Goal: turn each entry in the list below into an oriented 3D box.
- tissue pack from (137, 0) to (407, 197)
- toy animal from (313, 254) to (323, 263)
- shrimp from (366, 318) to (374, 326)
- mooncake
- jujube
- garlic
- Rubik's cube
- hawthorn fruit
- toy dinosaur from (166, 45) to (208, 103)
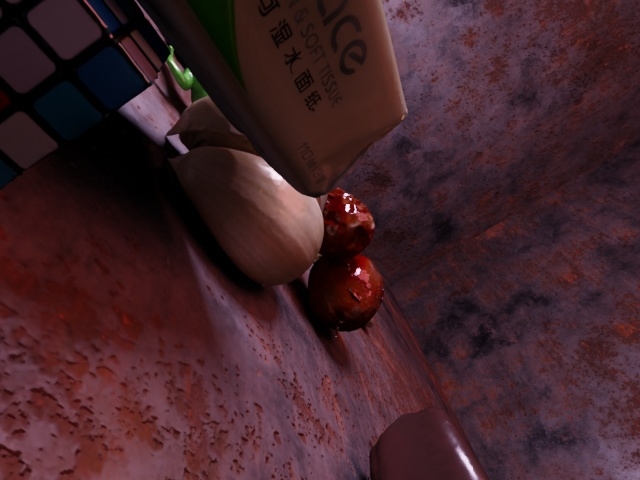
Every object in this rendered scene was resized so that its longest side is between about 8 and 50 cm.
[{"bbox_3d":[-0.095,-0.288,0.482,0.331,0.205,0.405,47,-4,31],"label":"tissue pack"},{"bbox_3d":[0.000,0.000,1.308,0.218,0.101,0.103,51,9,-40],"label":"toy animal"},{"bbox_3d":[0.090,0.142,1.463,0.317,0.077,0.168,62,-2,-1],"label":"shrimp"},{"bbox_3d":[0.193,0.419,0.651,0.333,0.174,0.326,58,4,23],"label":"mooncake"},{"bbox_3d":[0.017,-0.039,0.960,0.230,0.155,0.155,34,-14,52],"label":"jujube"},{"bbox_3d":[-0.104,-0.084,0.749,0.250,0.286,0.313,4,-45,42],"label":"garlic"},{"bbox_3d":[-0.223,-0.151,0.328,0.151,0.154,0.155,54,9,-31],"label":"Rubik's cube"},{"bbox_3d":[0.055,0.125,0.968,0.181,0.181,0.235,55,20,-24],"label":"hawthorn fruit"},{"bbox_3d":[-0.206,-0.238,1.028,0.499,0.144,0.374,71,-5,-52],"label":"toy dinosaur"}]
